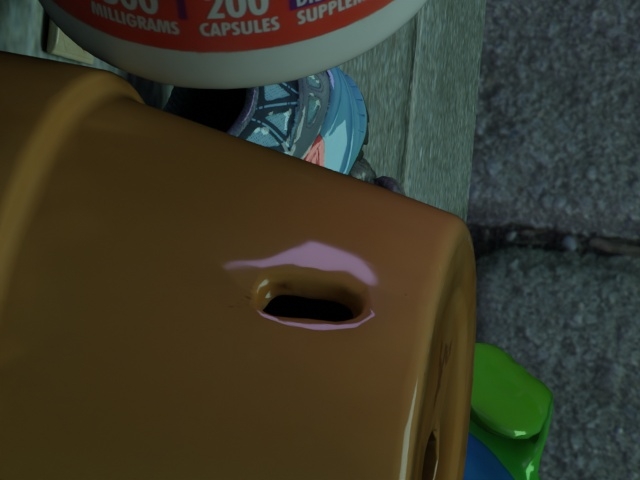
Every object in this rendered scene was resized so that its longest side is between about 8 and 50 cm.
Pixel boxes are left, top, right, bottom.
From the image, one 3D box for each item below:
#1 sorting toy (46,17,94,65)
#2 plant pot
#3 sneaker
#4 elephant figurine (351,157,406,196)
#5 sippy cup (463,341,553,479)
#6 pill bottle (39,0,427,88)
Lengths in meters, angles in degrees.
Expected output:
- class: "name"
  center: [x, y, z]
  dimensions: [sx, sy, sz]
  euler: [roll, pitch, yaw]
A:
- class: "sorting toy"
  center: [-0.108, -0.096, 0.883]
  dimensions: [0.062, 0.012, 0.083]
  euler: [3, 92, -80]
- class: "plant pot"
  center: [-0.054, 0.080, 0.756]
  dimensions: [0.291, 0.203, 0.291]
  euler: [7, 90, -79]
- class: "sneaker"
  center: [-0.075, -0.002, 0.968]
  dimensions: [0.125, 0.104, 0.262]
  euler: [43, 57, -40]
- class: "elephant figurine"
  center: [0.000, 0.000, 1.190]
  dimensions: [0.186, 0.169, 0.239]
  euler: [-57, -157, 32]
- class: "sippy cup"
  center: [-0.009, 0.197, 0.989]
  dimensions: [0.224, 0.240, 0.305]
  euler: [-13, 106, -69]
- class: "pill bottle"
  center: [-0.043, -0.221, 0.703]
  dimensions: [0.323, 0.181, 0.181]
  euler: [83, 16, -48]
